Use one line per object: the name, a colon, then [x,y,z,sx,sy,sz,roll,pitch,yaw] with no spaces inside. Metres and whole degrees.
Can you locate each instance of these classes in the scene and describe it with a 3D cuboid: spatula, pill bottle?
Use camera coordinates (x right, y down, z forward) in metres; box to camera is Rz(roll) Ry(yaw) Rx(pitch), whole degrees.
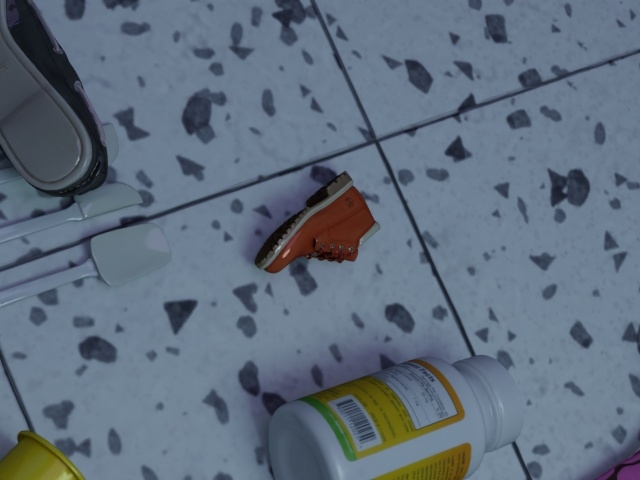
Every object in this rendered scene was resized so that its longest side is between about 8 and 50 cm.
spatula: [-0.282,-0.013,1.459,0.242,0.019,0.168,-20,84,-30]
pill bottle: [0.082,0.198,1.496,0.245,0.136,0.136,-16,81,-29]

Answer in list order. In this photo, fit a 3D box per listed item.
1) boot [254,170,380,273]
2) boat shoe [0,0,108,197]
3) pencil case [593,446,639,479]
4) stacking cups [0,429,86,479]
boot: [0.000,0.000,1.571,0.158,0.059,0.085,-40,98,-31]
boat shoe: [-0.319,-0.184,1.464,0.112,0.095,0.335,-32,79,5]
pencil case: [0.335,0.288,1.617,0.209,0.095,0.098,-24,66,-29]
stacking cups: [-0.345,0.308,1.289,0.096,0.096,0.316,47,64,-5]
